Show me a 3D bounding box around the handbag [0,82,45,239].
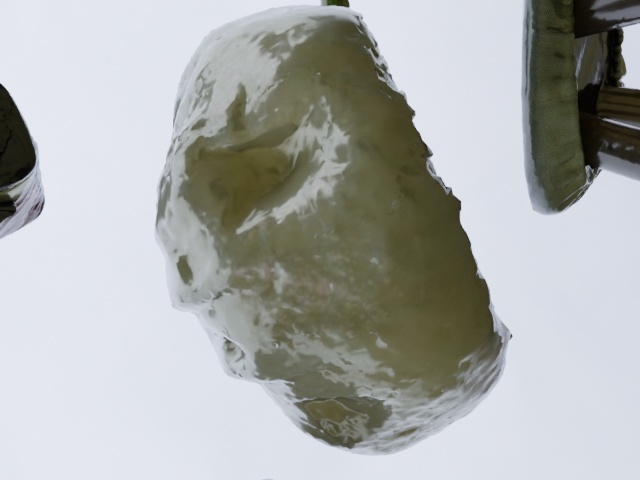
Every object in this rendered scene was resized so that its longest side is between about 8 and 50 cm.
[{"bbox_3d":[-0.446,-0.066,0.889,0.254,0.181,0.181,-24,-100,-20],"label":"handbag"}]

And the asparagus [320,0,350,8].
[{"bbox_3d":[0.014,-0.422,1.141,0.041,0.045,0.179,-17,-64,-24],"label":"asparagus"}]

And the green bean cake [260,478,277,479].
[{"bbox_3d":[-0.072,0.287,0.539,0.232,0.097,0.199,-17,-83,-43],"label":"green bean cake"}]

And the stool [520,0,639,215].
[{"bbox_3d":[0.379,-0.196,0.884,0.310,0.226,0.310,-34,-56,-47],"label":"stool"}]

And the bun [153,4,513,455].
[{"bbox_3d":[0.000,0.000,0.613,0.360,0.210,0.360,63,-172,-16],"label":"bun"}]
